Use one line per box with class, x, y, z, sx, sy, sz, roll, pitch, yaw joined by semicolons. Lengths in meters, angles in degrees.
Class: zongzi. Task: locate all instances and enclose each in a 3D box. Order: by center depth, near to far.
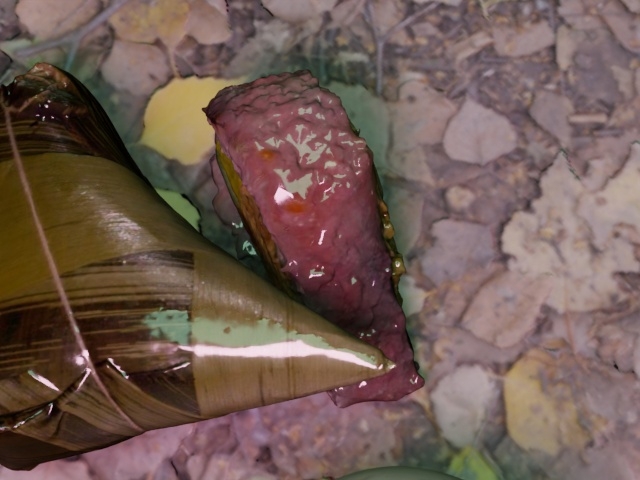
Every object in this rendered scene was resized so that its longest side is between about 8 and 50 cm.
zongzi;-0.104;-0.004;1.378;0.317;0.154;0.289;-11;66;15

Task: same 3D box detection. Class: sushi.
sushi;-0.001;-0.010;1.401;0.107;0.161;0.241;-22;68;-9

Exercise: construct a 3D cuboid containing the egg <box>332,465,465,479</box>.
egg;0.054;0.329;1.204;0.276;0.276;0.389;-6;69;-1
